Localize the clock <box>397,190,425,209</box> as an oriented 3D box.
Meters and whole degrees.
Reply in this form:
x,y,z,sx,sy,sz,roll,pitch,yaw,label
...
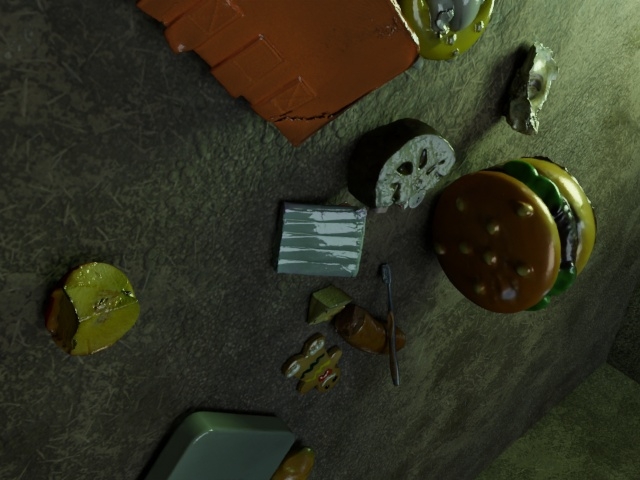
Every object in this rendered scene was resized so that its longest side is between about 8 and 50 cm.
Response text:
x,y,z,sx,sy,sz,roll,pitch,yaw,label
0.222,-0.132,1.540,0.087,0.041,0.129,-30,141,-32,clock

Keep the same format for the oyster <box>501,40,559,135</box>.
x,y,z,sx,sy,sz,roll,pitch,yaw,label
0.530,-0.386,1.634,0.161,0.107,0.233,8,94,-43,oyster

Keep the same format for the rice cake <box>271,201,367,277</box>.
x,y,z,sx,sy,sz,roll,pitch,yaw,label
0.000,0.000,1.365,0.198,0.037,0.189,-3,121,-20,rice cake

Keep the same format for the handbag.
x,y,z,sx,sy,sz,roll,pitch,yaw,label
-0.048,-0.340,0.972,0.303,0.116,0.410,-31,146,17,handbag

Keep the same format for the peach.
x,y,z,sx,sy,sz,roll,pitch,yaw,label
-0.375,0.113,1.052,0.151,0.118,0.151,9,75,-36,peach

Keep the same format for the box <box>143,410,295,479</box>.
x,y,z,sx,sy,sz,roll,pitch,yaw,label
-0.270,0.583,1.546,0.367,0.090,0.373,-57,143,6,box

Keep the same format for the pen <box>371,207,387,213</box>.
x,y,z,sx,sy,sz,roll,pitch,yaw,label
0.167,-0.153,1.474,0.053,0.032,0.197,-7,125,-42,pen

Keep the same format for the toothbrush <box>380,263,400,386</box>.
x,y,z,sx,sy,sz,roll,pitch,yaw,label
0.184,0.220,1.661,0.031,0.023,0.321,-9,93,-51,toothbrush

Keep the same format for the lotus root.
x,y,z,sx,sy,sz,roll,pitch,yaw,label
0.170,-0.172,1.366,0.234,0.119,0.138,-30,121,-11,lotus root

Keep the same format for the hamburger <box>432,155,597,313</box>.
x,y,z,sx,sy,sz,roll,pitch,yaw,label
0.474,-0.001,1.639,0.277,0.395,0.396,-21,132,-36,hamburger

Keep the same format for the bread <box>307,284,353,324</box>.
x,y,z,sx,sy,sz,roll,pitch,yaw,label
0.018,0.175,1.533,0.084,0.080,0.109,-15,126,-36,bread

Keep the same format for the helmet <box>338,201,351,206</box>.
x,y,z,sx,sy,sz,roll,pitch,yaw,label
0.050,-0.025,1.431,0.111,0.057,0.089,-49,140,-5,helmet

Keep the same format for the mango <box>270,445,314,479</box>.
x,y,z,sx,sy,sz,roll,pitch,yaw,label
-0.086,0.649,1.791,0.165,0.089,0.115,-29,127,-33,mango

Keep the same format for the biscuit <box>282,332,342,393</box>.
x,y,z,sx,sy,sz,roll,pitch,yaw,label
-0.005,0.338,1.674,0.158,0.035,0.240,-46,141,-6,biscuit

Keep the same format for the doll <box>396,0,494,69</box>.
x,y,z,sx,sy,sz,roll,pitch,yaw,label
0.252,-0.465,1.264,0.237,0.111,0.252,-22,136,-13,doll

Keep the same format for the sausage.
x,y,z,sx,sy,sz,roll,pitch,yaw,label
0.138,0.247,1.698,0.270,0.109,0.109,28,97,-52,sausage
